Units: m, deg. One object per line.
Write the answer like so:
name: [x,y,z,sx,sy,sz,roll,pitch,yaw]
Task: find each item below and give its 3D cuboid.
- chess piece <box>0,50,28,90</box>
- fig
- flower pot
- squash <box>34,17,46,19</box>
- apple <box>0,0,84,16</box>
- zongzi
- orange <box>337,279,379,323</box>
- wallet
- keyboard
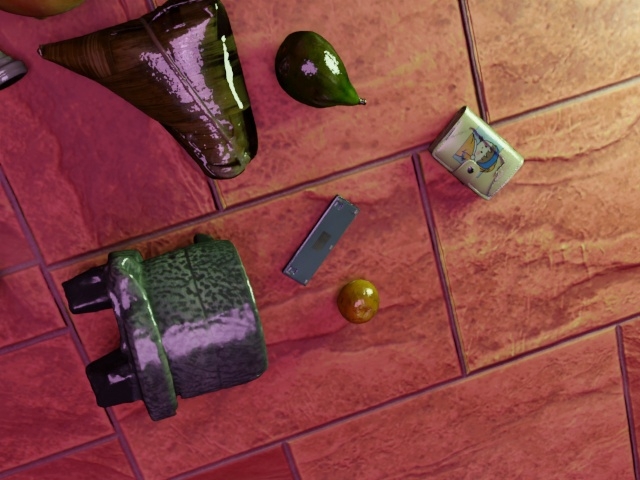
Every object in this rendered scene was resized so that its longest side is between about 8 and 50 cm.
chess piece: [-0.499,-0.284,1.095,0.067,0.067,0.103,-32,103,1]
fig: [0.003,-0.259,1.182,0.117,0.117,0.177,-47,125,7]
flower pot: [-0.253,0.127,1.169,0.283,0.299,0.299,-16,111,-12]
squash: [-0.453,-0.356,1.094,0.083,0.027,0.027,15,105,-18]
apple: [-0.399,-0.432,0.972,0.254,0.253,0.253,-4,110,-10]
zongzi: [-0.257,-0.214,1.124,0.288,0.134,0.286,-16,109,-6]
orange: [0.070,0.112,1.340,0.083,0.070,0.083,-9,121,-15]
wallet: [0.281,-0.153,1.306,0.155,0.039,0.110,36,97,-19]
keyboard: [0.000,0.001,1.317,0.055,0.014,0.176,32,100,-20]
